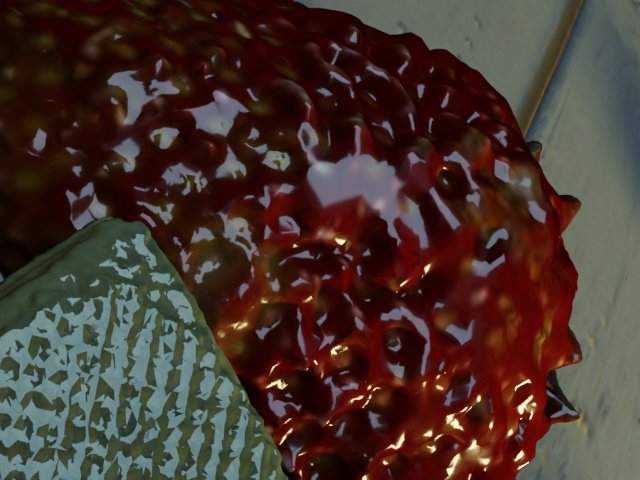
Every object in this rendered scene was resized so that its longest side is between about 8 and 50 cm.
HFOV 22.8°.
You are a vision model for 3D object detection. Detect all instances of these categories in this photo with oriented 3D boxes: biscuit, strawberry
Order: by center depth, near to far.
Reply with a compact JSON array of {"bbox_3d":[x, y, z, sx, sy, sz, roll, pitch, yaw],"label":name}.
[{"bbox_3d":[-0.056,0.132,0.508,0.150,0.052,0.252,-35,104,-31],"label":"biscuit"},{"bbox_3d":[0.000,0.000,0.614,0.306,0.137,0.233,20,61,-50],"label":"strawberry"}]
